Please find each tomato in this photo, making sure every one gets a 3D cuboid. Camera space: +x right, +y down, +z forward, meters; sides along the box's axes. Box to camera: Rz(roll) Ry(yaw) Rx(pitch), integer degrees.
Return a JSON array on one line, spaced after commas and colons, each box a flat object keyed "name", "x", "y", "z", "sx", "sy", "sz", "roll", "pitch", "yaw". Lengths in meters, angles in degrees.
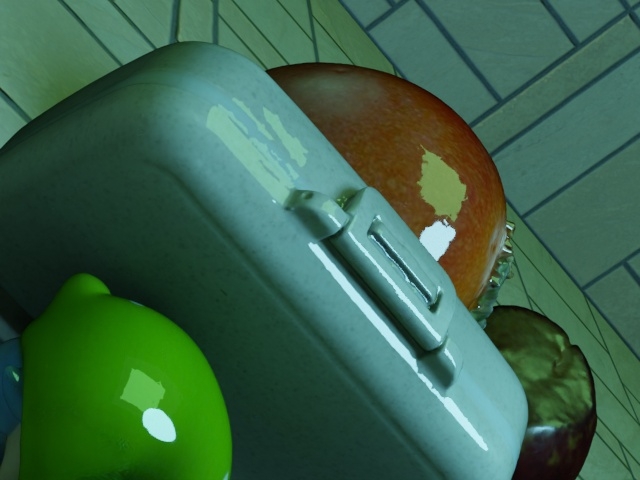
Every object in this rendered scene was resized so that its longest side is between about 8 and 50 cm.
[{"name": "tomato", "x": 0.000, "y": 0.000, "z": 1.194, "sx": 0.321, "sy": 0.321, "sz": 0.321, "roll": 49, "pitch": 16, "yaw": -19}]

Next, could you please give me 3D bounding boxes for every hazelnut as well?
[{"name": "hazelnut", "x": 0.185, "y": 0.188, "z": 1.551, "sx": 0.218, "sy": 0.218, "sz": 0.234, "roll": 44, "pitch": 37, "yaw": -34}]

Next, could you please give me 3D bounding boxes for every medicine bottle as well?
[{"name": "medicine bottle", "x": -0.046, "y": 0.052, "z": 0.951, "sx": 0.375, "sy": 0.282, "sz": 0.123, "roll": 50, "pitch": 45, "yaw": -20}]

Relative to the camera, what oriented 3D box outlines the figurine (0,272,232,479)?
[{"name": "figurine", "x": -0.126, "y": 0.142, "z": 0.794, "sx": 0.162, "sy": 0.143, "sz": 0.263, "roll": 51, "pitch": 26, "yaw": -35}]
